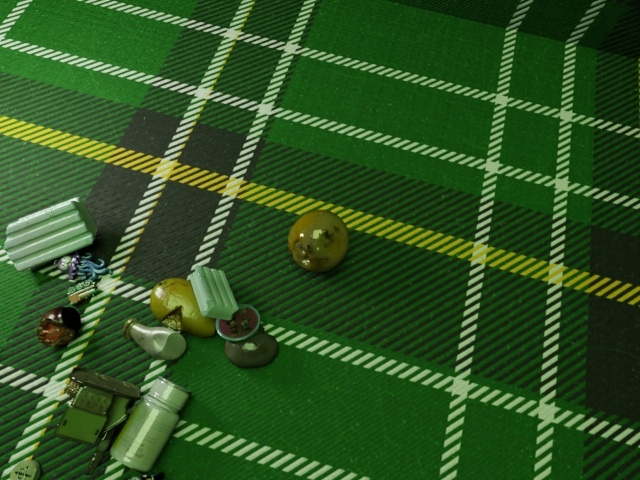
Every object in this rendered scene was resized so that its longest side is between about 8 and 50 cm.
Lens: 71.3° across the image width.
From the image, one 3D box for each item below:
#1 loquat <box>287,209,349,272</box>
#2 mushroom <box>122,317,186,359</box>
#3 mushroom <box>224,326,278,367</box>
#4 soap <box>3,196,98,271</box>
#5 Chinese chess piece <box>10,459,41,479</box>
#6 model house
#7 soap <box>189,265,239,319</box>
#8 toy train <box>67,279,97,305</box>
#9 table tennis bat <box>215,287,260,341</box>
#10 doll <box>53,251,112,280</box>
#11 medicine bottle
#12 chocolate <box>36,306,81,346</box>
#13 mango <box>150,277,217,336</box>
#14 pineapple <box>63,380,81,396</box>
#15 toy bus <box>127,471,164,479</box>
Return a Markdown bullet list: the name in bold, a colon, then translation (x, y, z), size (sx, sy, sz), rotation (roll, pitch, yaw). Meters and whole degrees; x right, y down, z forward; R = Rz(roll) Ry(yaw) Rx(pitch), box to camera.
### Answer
- **loquat**: translation (0.000, 0.000, 1.649), size (0.243, 0.244, 0.244), rotation (1, 66, -2)
- **mushroom**: translation (-0.576, 0.341, 1.543), size (0.225, 0.093, 0.116), rotation (13, 100, 21)
- **mushroom**: translation (-0.237, 0.368, 1.538), size (0.188, 0.117, 0.141), rotation (-2, 78, -8)
- **soap**: translation (-0.981, -0.024, 1.622), size (0.289, 0.095, 0.173), rotation (-23, 110, -6)
- **Chinese chess piece**: translation (-0.913, 0.725, 1.383), size (0.084, 0.034, 0.084), rotation (1, 66, -1)
- **model house**: translation (-0.714, 0.558, 1.362), size (0.218, 0.205, 0.279), rotation (27, 73, -18)
- **soap**: translation (-0.370, 0.179, 1.543), size (0.066, 0.119, 0.198), rotation (-55, 43, 20)
- **toy train**: translation (-0.858, 0.187, 1.616), size (0.103, 0.044, 0.064), rotation (-25, 73, -11)
- **table tennis bat**: translation (-0.300, 0.256, 1.567), size (0.153, 0.040, 0.244), rotation (-16, 44, -17)
- **doll**: translation (-0.873, 0.095, 1.645), size (0.205, 0.067, 0.110), rotation (9, 75, -10)
- **medicine bottle**: translation (-0.528, 0.573, 1.409), size (0.143, 0.143, 0.258), rotation (26, 68, 8)
- **chocolate**: translation (-0.898, 0.296, 1.523), size (0.133, 0.127, 0.124), rotation (-25, 79, 4)
- **mango**: translation (-0.472, 0.239, 1.565), size (0.262, 0.130, 0.167), rotation (28, 59, -1)
- **pineapple**: translation (-0.784, 0.513, 1.480), size (0.124, 0.058, 0.058), rotation (38, 69, -2)
- **toy bus**: translation (-0.600, 0.804, 1.310), size (0.275, 0.138, 0.167), rotation (-15, 70, -11)
